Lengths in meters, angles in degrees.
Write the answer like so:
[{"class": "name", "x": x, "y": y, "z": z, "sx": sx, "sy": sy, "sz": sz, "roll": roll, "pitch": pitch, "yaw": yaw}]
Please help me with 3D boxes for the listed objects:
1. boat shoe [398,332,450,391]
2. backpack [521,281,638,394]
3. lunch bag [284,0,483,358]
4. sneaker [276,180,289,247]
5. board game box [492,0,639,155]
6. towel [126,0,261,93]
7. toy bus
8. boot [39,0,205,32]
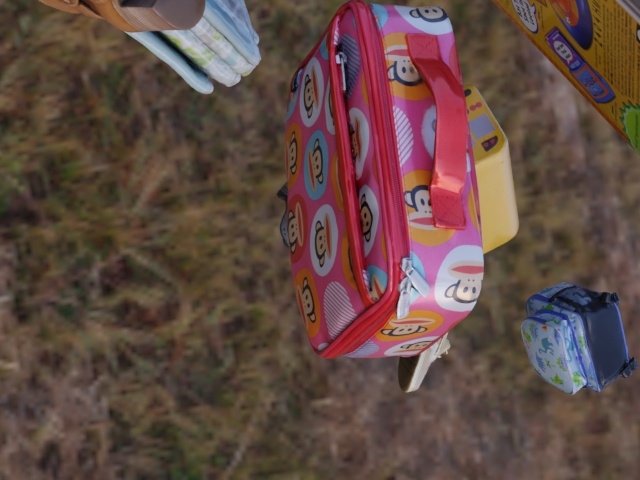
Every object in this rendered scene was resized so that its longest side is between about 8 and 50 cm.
[{"class": "boat shoe", "x": 0.127, "y": 0.113, "z": 1.861, "sx": 0.050, "sy": 0.045, "sz": 0.135, "roll": 47, "pitch": -58, "yaw": 62}, {"class": "backpack", "x": 0.257, "y": 0.099, "z": 1.687, "sx": 0.114, "sy": 0.084, "sz": 0.105, "roll": 29, "pitch": -40, "yaw": 65}, {"class": "lunch bag", "x": 0.060, "y": -0.055, "z": 1.426, "sx": 0.120, "sy": 0.258, "sz": 0.293, "roll": 1, "pitch": 69, "yaw": -21}, {"class": "sneaker", "x": 0.000, "y": 0.000, "z": 1.816, "sx": 0.067, "sy": 0.078, "sz": 0.188, "roll": 27, "pitch": 34, "yaw": -47}, {"class": "board game box", "x": 0.357, "y": -0.354, "z": 1.566, "sx": 0.356, "sy": 0.356, "sz": 0.356, "roll": 51, "pitch": -8, "yaw": 26}, {"class": "towel", "x": -0.190, "y": -0.337, "z": 1.504, "sx": 0.374, "sy": 0.090, "sz": 0.320, "roll": 41, "pitch": 29, "yaw": -59}, {"class": "toy bus", "x": 0.178, "y": -0.075, "z": 2.060, "sx": 0.130, "sy": 0.108, "sz": 0.333, "roll": 61, "pitch": -3, "yaw": 24}, {"class": "boot", "x": -0.191, "y": -0.222, "z": 1.203, "sx": 0.073, "sy": 0.152, "sz": 0.197, "roll": -57, "pitch": 134, "yaw": -21}]
